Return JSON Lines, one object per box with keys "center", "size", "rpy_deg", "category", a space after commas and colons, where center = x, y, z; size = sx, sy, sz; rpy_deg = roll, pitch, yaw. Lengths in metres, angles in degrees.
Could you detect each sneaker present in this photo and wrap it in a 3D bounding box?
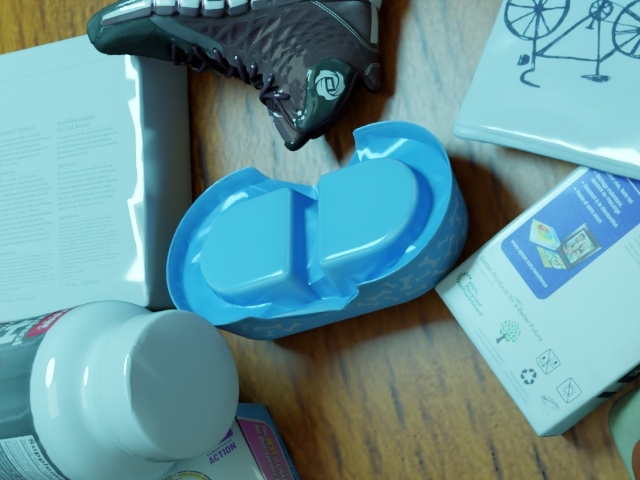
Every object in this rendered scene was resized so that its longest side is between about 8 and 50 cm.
{"center": [-0.073, -0.159, 1.254], "size": [0.282, 0.106, 0.162], "rpy_deg": [-8, 89, 2], "category": "sneaker"}

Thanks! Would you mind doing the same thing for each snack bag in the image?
{"center": [0.277, -0.208, 1.096], "size": [0.323, 0.037, 0.342], "rpy_deg": [20, 87, 39], "category": "snack bag"}

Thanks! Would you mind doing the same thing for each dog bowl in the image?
{"center": [0.000, 0.000, 1.224], "size": [0.297, 0.074, 0.165], "rpy_deg": [-17, 54, 25], "category": "dog bowl"}

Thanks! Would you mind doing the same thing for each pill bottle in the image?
{"center": [-0.229, 0.151, 1.251], "size": [0.319, 0.176, 0.176], "rpy_deg": [-14, 77, 42], "category": "pill bottle"}

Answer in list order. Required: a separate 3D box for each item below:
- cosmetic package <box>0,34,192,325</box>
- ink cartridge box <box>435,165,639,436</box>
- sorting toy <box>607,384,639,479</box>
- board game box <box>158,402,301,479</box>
{"center": [-0.314, -0.051, 1.408], "size": [0.377, 0.097, 0.284], "rpy_deg": [-7, 82, 27], "category": "cosmetic package"}
{"center": [0.270, 0.002, 1.110], "size": [0.333, 0.065, 0.165], "rpy_deg": [-41, 67, 19], "category": "ink cartridge box"}
{"center": [0.328, 0.178, 0.971], "size": [0.307, 0.041, 0.229], "rpy_deg": [-48, 54, 56], "category": "sorting toy"}
{"center": [-0.091, 0.348, 1.257], "size": [0.242, 0.064, 0.316], "rpy_deg": [-34, 69, 20], "category": "board game box"}
